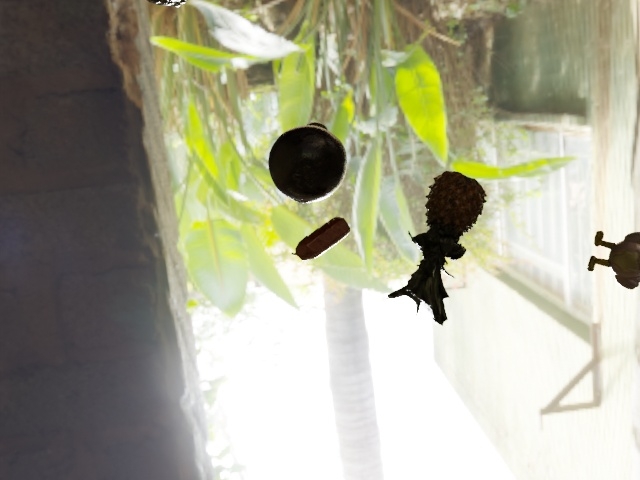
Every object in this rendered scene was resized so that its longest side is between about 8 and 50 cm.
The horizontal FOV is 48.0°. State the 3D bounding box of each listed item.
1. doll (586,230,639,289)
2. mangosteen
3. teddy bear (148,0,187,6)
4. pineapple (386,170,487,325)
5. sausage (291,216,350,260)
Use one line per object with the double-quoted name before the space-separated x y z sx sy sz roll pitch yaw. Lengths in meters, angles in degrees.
"doll" 0.892 0.073 1.880 0.365 0.160 0.094 21 -165 41
"mangosteen" -0.036 -0.209 1.931 0.216 0.216 0.216 -6 -170 1
"teddy bear" -0.336 -0.663 1.605 0.236 0.267 0.151 34 -163 11
"pineapple" 0.219 0.013 1.332 0.119 0.277 0.130 18 161 18
"sausage" 0.000 0.000 1.869 0.169 0.065 0.065 -35 -155 -32
